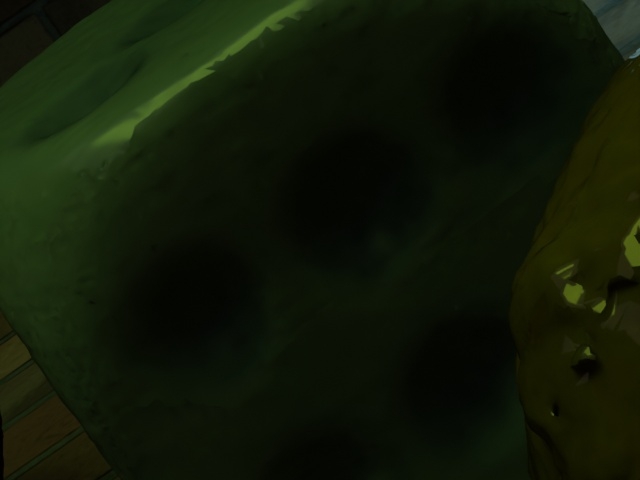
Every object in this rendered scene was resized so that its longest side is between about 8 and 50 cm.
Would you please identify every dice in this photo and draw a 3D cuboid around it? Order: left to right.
[{"bbox_3d":[0.000,0.000,0.715,0.268,0.265,0.262,-35,20,-5],"label":"dice"}]

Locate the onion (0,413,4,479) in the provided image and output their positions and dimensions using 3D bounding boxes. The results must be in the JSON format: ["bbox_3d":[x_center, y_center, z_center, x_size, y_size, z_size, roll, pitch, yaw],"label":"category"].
[{"bbox_3d":[-0.320,0.171,0.908,0.256,0.272,0.230,-27,46,36],"label":"onion"}]

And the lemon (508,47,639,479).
[{"bbox_3d":[0.179,0.023,0.395,0.245,0.245,0.320,-13,20,45],"label":"lemon"}]
